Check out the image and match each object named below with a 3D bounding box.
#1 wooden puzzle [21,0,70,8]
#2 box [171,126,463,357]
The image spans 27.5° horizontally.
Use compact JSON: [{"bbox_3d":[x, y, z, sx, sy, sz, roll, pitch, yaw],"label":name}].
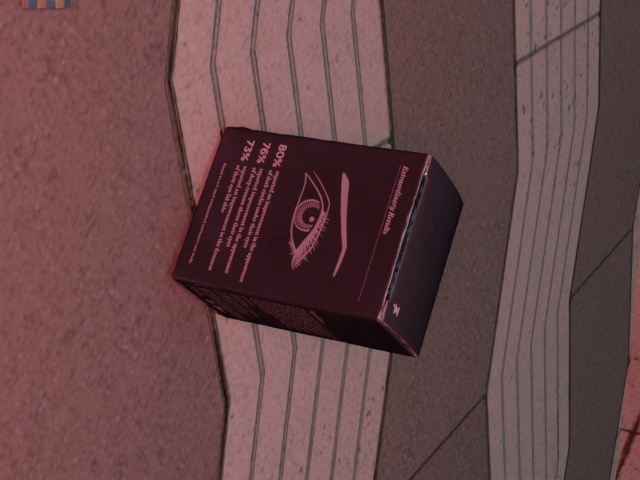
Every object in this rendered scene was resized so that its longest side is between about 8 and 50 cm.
[{"bbox_3d":[-0.189,-0.186,0.912,0.083,0.006,0.049,-20,118,-60],"label":"wooden puzzle"},{"bbox_3d":[0.000,0.000,1.141,0.108,0.207,0.153,46,59,-59],"label":"box"}]
